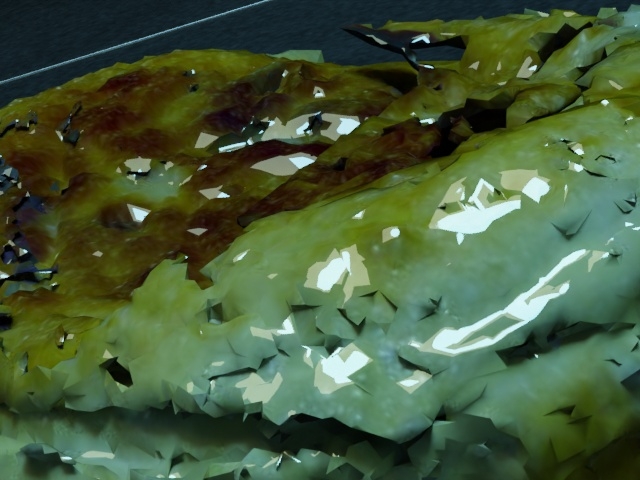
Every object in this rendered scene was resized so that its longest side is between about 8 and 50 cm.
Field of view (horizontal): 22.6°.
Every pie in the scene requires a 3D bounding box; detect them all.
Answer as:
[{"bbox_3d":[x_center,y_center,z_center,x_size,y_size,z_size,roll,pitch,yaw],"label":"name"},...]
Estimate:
[{"bbox_3d":[0.000,0.001,0.433,0.308,0.085,0.308,-14,22,6],"label":"pie"}]
